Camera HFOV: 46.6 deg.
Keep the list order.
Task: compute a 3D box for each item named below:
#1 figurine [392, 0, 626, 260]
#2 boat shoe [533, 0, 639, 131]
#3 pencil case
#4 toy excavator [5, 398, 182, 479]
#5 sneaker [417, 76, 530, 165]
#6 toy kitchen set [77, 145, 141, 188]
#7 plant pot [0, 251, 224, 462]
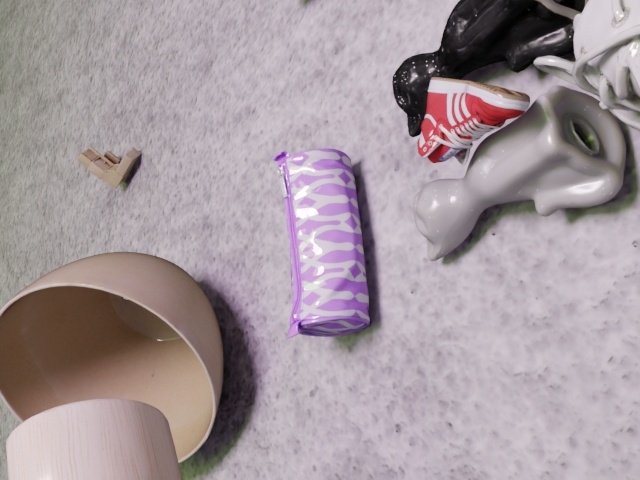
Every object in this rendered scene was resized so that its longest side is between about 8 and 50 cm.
[{"bbox_3d":[0.138,-0.103,0.640,0.209,0.092,0.215,-32,58,53],"label":"figurine"},{"bbox_3d":[0.215,-0.130,0.471,0.156,0.136,0.367,-31,47,48],"label":"boat shoe"},{"bbox_3d":[0.000,0.000,0.779,0.086,0.088,0.206,-32,58,46],"label":"pencil case"},{"bbox_3d":[-0.217,0.347,0.711,0.433,0.445,0.222,-35,52,12],"label":"toy excavator"},{"bbox_3d":[0.111,-0.085,0.558,0.118,0.042,0.067,-141,62,-67],"label":"sneaker"},{"bbox_3d":[-0.361,-0.152,1.300,0.075,0.083,0.068,-50,5,33],"label":"toy kitchen set"},{"bbox_3d":[-0.244,0.124,0.952,0.284,0.284,0.191,-53,10,30],"label":"plant pot"}]
